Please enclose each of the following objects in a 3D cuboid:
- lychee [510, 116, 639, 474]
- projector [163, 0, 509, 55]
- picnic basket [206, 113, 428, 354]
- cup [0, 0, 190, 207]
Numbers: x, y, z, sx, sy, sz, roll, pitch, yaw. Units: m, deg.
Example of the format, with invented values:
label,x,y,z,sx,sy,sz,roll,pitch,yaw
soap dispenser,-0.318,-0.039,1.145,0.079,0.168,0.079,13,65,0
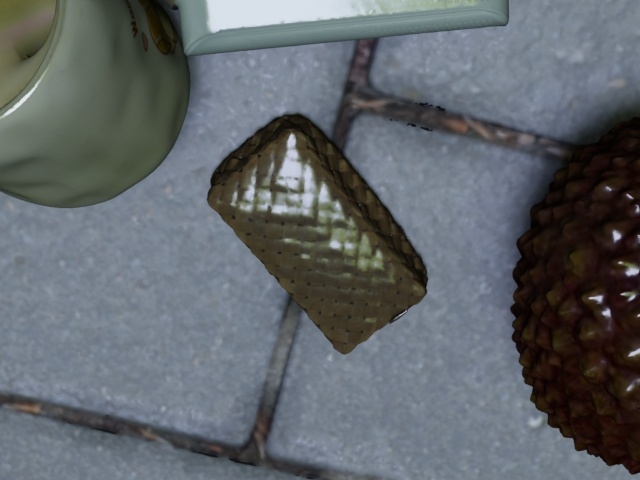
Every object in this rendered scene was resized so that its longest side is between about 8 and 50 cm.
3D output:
label,x,y,z,sx,sy,sz,roll,pitch,yaw
lychee,0.245,0.053,0.630,0.271,0.271,0.272,0,110,1
projector,-0.005,-0.219,0.567,0.242,0.163,0.177,-6,108,1
picnic basket,0.000,0.000,0.703,0.110,0.055,0.193,-37,107,13
cup,-0.226,-0.127,0.577,0.255,0.202,0.173,17,87,12
